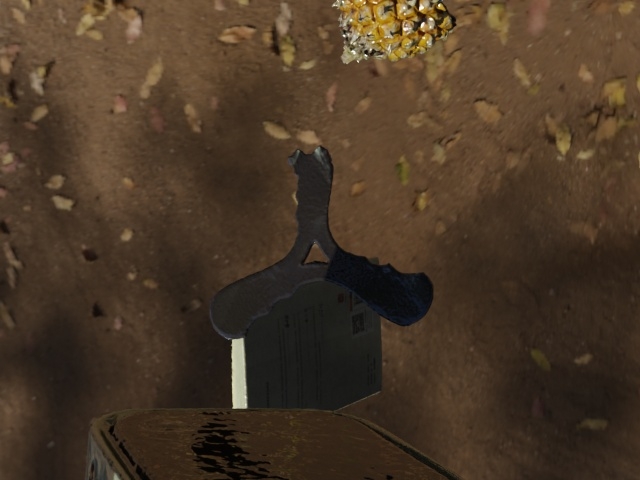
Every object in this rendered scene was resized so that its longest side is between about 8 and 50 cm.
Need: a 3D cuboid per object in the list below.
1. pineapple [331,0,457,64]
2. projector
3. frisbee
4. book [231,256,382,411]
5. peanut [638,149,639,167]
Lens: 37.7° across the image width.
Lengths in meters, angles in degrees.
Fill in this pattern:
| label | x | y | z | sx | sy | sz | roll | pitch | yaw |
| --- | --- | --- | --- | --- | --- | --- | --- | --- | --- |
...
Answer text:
| label | x | y | z | sx | sy | sz | roll | pitch | yaw |
| --- | --- | --- | --- | --- | --- | --- | --- | --- | --- |
| pineapple | 0.077 | -0.283 | 1.226 | 0.161 | 0.176 | 0.137 | 39 | 96 | -7 |
| projector | -0.045 | 0.273 | 0.689 | 0.248 | 0.249 | 0.249 | 5 | 94 | -25 |
| frisbee | 0.000 | 0.000 | 0.884 | 0.211 | 0.012 | 0.187 | -1 | 77 | 8 |
| book | -0.009 | 0.146 | 1.284 | 0.025 | 0.283 | 0.214 | 8 | 102 | 42 |
| peanut | 0.487 | -0.081 | 1.161 | 0.193 | 0.089 | 0.089 | 14 | 109 | -4 |
